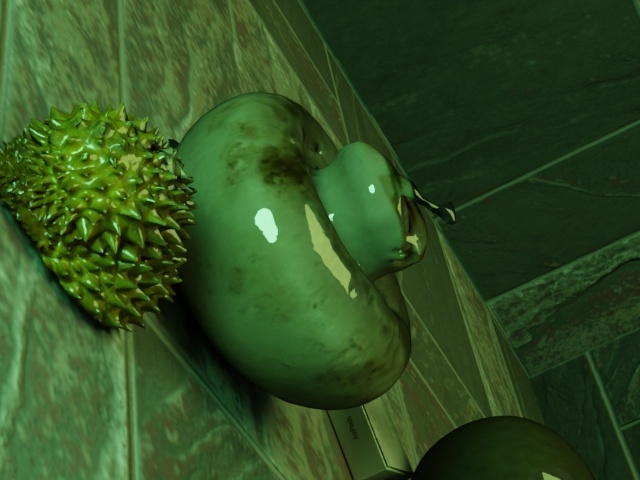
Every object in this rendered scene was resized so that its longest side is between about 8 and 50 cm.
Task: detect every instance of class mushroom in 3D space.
[{"bbox_3d":[0.000,0.000,1.568,0.362,0.294,0.362,58,12,-20],"label":"mushroom"}]

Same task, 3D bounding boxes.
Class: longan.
[{"bbox_3d":[0.241,0.373,1.902,0.297,0.297,0.297,59,12,-22],"label":"longan"}]

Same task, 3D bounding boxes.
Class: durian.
[{"bbox_3d":[-0.173,-0.026,1.294,0.183,0.138,0.250,59,3,18],"label":"durian"}]

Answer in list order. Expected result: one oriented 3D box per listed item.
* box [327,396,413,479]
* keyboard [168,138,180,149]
[{"bbox_3d":[0.062,0.254,1.914,0.130,0.051,0.129,67,12,20],"label":"box"},{"bbox_3d":[-0.134,-0.027,1.743,0.202,0.011,0.067,67,10,13],"label":"keyboard"}]
